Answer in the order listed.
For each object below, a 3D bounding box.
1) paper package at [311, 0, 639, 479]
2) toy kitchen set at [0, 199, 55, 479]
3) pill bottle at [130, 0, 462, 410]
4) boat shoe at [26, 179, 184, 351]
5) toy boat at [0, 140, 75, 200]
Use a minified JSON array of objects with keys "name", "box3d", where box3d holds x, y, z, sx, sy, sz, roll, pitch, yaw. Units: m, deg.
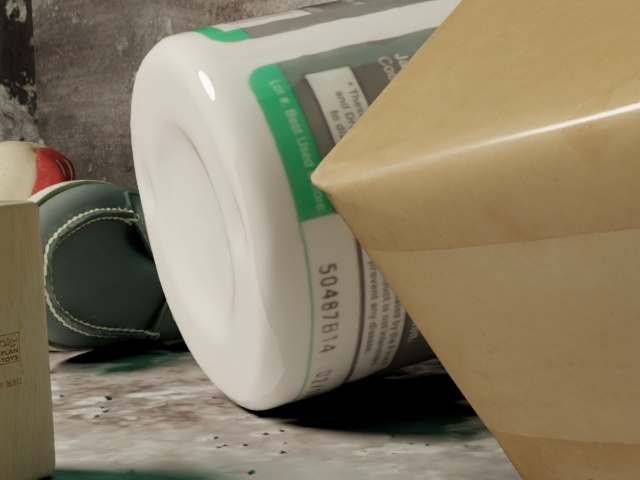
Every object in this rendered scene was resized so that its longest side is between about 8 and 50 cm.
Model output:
[{"name":"paper package","box3d":[0.212,-0.068,0.485,0.325,0.168,0.309,-13,30,48]},{"name":"toy kitchen set","box3d":[-0.241,0.051,0.549,0.166,0.122,0.207,1,6,32]},{"name":"pill bottle","box3d":[0.094,-0.048,0.771,0.361,0.204,0.204,-15,9,-21]},{"name":"boat shoe","box3d":[-0.102,0.015,0.956,0.099,0.116,0.319,-2,-1,25]},{"name":"toy boat","box3d":[-0.206,0.015,1.024,0.151,0.151,0.231,27,2,-7]}]
